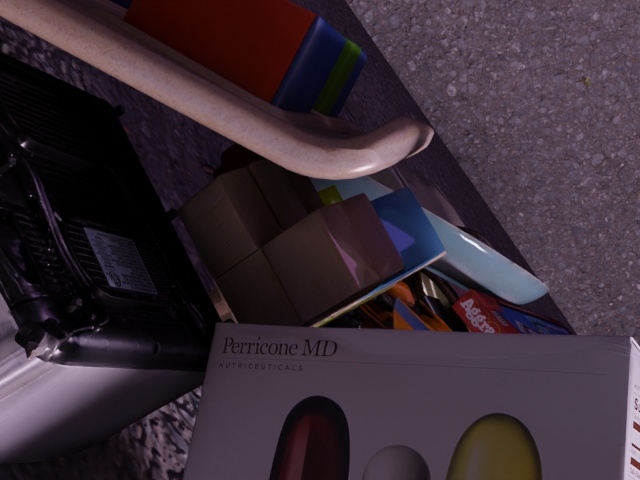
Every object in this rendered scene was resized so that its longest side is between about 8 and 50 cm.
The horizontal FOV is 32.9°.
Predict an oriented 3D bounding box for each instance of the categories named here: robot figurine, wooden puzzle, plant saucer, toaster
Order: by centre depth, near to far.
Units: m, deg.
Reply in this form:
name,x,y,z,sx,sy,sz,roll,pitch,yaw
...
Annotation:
name,x,y,z,sx,sy,sz,roll,pitch,yaw
toaster,-0.141,0.006,0.476,0.168,0.110,0.186,60,13,17
wooden puzzle,-0.099,-0.132,0.585,0.348,0.080,0.322,24,8,4
robot figurine,0.059,0.074,0.947,0.291,0.085,0.211,44,6,11
plant saucer,0.078,-0.013,1.079,0.318,0.043,0.317,29,0,0

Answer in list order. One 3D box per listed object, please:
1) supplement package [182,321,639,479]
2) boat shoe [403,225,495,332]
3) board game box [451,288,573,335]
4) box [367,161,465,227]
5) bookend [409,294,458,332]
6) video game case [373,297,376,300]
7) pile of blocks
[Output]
name,x,y,z,sx,sy,sz,roll,pitch,yaw
supplement package,0.049,0.154,0.468,0.149,0.194,0.203,39,55,-54
boat shoe,0.180,0.148,1.305,0.120,0.123,0.323,-28,97,-41
board game box,0.224,0.121,1.008,0.145,0.027,0.281,52,15,25
box,0.099,-0.025,1.384,0.094,0.113,0.275,59,12,13
bookend,0.149,0.114,1.146,0.156,0.157,0.072,62,14,17
video game case,0.000,0.000,1.176,0.157,0.019,0.143,61,14,10
pile of blocks,-0.009,-0.008,0.664,0.112,0.149,0.362,61,-10,5
